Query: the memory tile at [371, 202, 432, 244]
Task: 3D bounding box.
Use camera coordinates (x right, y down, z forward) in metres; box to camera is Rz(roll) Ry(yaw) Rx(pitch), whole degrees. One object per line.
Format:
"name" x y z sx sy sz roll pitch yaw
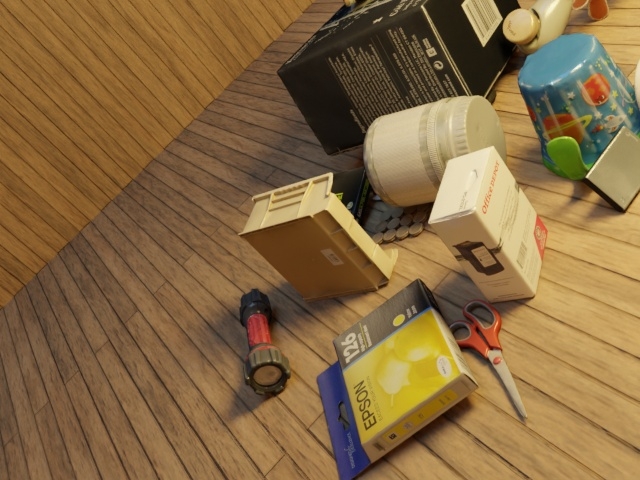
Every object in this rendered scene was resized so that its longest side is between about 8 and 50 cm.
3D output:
"memory tile" 0.190 -0.042 1.793 0.148 0.012 0.113 -15 39 39

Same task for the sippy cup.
"sippy cup" 0.515 -0.282 1.519 0.240 0.224 0.305 -35 30 10

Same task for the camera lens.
"camera lens" 0.250 -0.197 1.710 0.274 0.219 0.219 -9 43 38

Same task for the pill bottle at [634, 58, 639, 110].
"pill bottle" 0.726 -0.293 1.360 0.272 0.152 0.152 -4 47 48

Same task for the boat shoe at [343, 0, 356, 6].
"boat shoe" 0.113 -0.710 2.070 0.092 0.102 0.285 -13 25 18

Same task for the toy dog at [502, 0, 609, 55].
"toy dog" 0.599 -0.546 1.824 0.220 0.161 0.333 -17 -23 -38

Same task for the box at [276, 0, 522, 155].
"box" 0.227 -0.512 2.018 0.472 0.297 0.480 -15 29 41

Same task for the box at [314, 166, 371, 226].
"box" 0.040 -0.090 1.957 0.191 0.045 0.184 -7 61 46

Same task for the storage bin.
"storage bin" 0.000 0.000 1.708 0.260 0.262 0.123 -14 41 39

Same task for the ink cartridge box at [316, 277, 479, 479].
"ink cartridge box" 0.115 0.252 1.426 0.307 0.072 0.303 -37 30 11

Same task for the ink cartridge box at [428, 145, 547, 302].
"ink cartridge box" 0.315 -0.027 1.401 0.100 0.237 0.172 -14 39 39

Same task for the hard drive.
"hard drive" 0.559 -0.133 1.407 0.135 0.094 0.022 -50 0 -15

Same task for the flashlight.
"flashlight" -0.137 0.220 1.739 0.103 0.103 0.304 -36 31 11

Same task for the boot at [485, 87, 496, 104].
"boot" 0.353 -0.308 1.916 0.198 0.076 0.137 -16 26 34

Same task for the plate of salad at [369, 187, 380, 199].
"plate of salad" 0.176 -0.195 1.943 0.200 0.048 0.199 -38 34 32

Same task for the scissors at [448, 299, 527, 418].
"scissors" 0.312 0.195 1.331 0.109 0.021 0.297 -40 28 -1
